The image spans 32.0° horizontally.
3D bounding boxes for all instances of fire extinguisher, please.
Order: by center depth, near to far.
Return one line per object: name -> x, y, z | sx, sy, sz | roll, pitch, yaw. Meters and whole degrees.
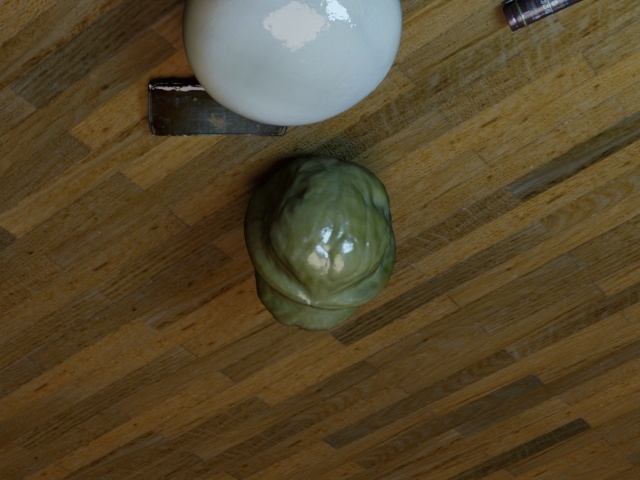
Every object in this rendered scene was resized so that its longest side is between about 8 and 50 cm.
fire extinguisher -> 0.365, -0.379, 1.741 | 0.158, 0.043, 0.064 | -23, 93, 15

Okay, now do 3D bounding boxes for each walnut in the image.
walnut -> -0.001, 0.001, 1.930 | 0.253, 0.277, 0.282 | 31, 136, -28

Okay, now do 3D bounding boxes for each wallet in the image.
wallet -> -0.167, -0.219, 1.840 | 0.232, 0.031, 0.122 | 1, 141, -6

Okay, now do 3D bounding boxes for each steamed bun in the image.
steamed bun -> -0.040, -0.307, 1.637 | 0.324, 0.206, 0.324 | -3, 137, -3
